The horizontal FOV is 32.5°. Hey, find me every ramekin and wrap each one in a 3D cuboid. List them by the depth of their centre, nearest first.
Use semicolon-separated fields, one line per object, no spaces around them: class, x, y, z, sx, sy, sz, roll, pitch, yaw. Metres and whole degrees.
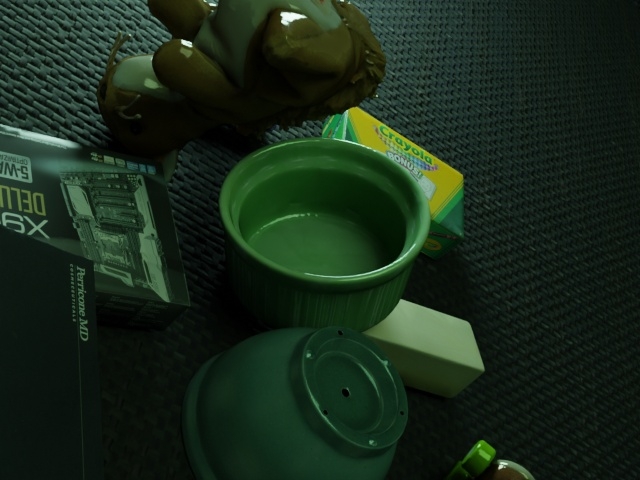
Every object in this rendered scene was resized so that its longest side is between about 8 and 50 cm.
ramekin;0.000;0.000;1.608;0.303;0.148;0.303;4;44;-4

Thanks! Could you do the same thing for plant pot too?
plant pot;-0.009;0.233;1.455;0.293;0.196;0.293;25;45;-28

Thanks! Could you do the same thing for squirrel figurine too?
squirrel figurine;-0.120;-0.234;1.620;0.397;0.370;0.281;12;48;-55

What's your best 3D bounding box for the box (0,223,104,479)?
box;-0.389;0.151;1.090;0.312;0.179;0.343;29;44;-49

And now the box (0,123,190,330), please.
box;-0.336;-0.018;1.440;0.307;0.076;0.242;13;49;-37

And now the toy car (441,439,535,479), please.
toy car;0.229;0.417;1.589;0.155;0.149;0.188;39;50;7

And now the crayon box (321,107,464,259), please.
crayon box;0.127;-0.104;1.954;0.278;0.081;0.165;29;43;-23

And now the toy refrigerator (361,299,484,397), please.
toy refrigerator;0.119;0.160;1.724;0.269;0.094;0.102;20;40;-33

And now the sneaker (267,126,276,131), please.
sneaker;-0.134;-0.232;1.825;0.170;0.068;0.071;21;52;-32
